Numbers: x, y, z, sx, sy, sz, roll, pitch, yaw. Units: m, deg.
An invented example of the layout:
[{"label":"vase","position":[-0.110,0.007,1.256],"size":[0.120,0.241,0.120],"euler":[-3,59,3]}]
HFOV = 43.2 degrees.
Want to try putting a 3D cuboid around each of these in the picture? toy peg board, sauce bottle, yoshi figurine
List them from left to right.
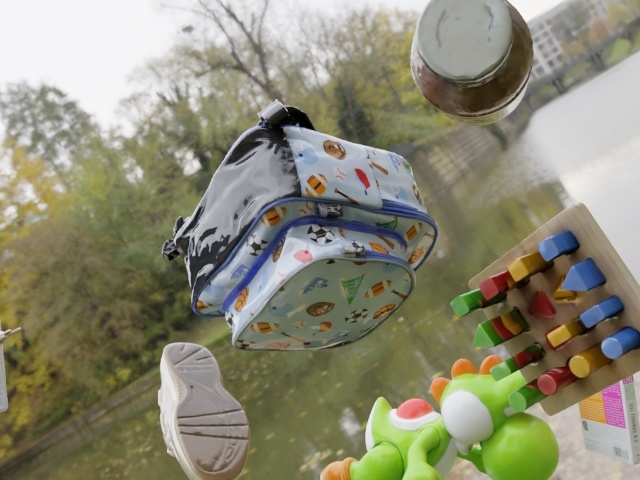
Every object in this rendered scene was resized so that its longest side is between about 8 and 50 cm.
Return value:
[{"label":"yoshi figurine","position":[0.194,0.327,1.182],"size":[0.362,0.203,0.203],"euler":[-37,22,21]},{"label":"sauce bottle","position":[0.138,-0.166,0.740],"size":[0.111,0.111,0.344],"euler":[-32,-4,14]},{"label":"toy peg board","position":[0.217,0.077,0.773],"size":[0.079,0.161,0.160],"euler":[-16,-21,-42]}]

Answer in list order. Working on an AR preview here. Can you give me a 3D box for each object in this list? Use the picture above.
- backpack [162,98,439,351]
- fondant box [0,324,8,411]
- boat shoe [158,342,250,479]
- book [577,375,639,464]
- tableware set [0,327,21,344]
[{"label":"backpack","position":[0.000,0.000,0.914],"size":[0.263,0.213,0.276],"euler":[-3,-28,-38]},{"label":"fondant box","position":[-0.631,0.152,1.146],"size":[0.330,0.238,0.096],"euler":[-3,-6,-39]},{"label":"boat shoe","position":[-0.179,0.266,1.171],"size":[0.109,0.098,0.302],"euler":[6,24,-25]},{"label":"book","position":[0.387,0.220,1.091],"size":[0.035,0.144,0.096],"euler":[-8,2,-20]},{"label":"tableware set","position":[-0.430,0.155,0.950],"size":[0.168,0.020,0.141],"euler":[-42,1,9]}]
